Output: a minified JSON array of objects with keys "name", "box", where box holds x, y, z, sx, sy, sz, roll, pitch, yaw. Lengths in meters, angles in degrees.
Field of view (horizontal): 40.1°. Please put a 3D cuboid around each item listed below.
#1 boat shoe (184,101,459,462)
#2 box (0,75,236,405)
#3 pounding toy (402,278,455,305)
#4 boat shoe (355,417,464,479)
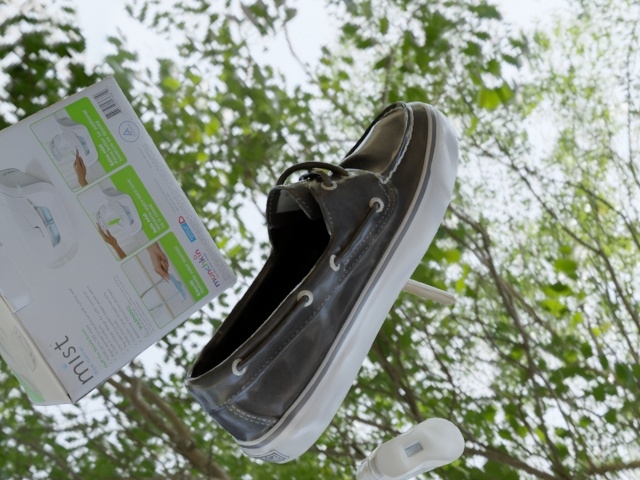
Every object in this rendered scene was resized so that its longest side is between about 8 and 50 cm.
[{"name":"boat shoe","box":[0.000,0.000,0.463,0.080,0.076,0.229,-7,-133,54]},{"name":"box","box":[-0.258,0.002,0.917,0.231,0.262,0.126,-39,-167,-34]},{"name":"pounding toy","box":[0.044,0.069,0.982,0.155,0.269,0.154,42,-83,8]},{"name":"boat shoe","box":[0.121,0.292,1.184,0.063,0.184,0.066,-41,-107,40]}]
